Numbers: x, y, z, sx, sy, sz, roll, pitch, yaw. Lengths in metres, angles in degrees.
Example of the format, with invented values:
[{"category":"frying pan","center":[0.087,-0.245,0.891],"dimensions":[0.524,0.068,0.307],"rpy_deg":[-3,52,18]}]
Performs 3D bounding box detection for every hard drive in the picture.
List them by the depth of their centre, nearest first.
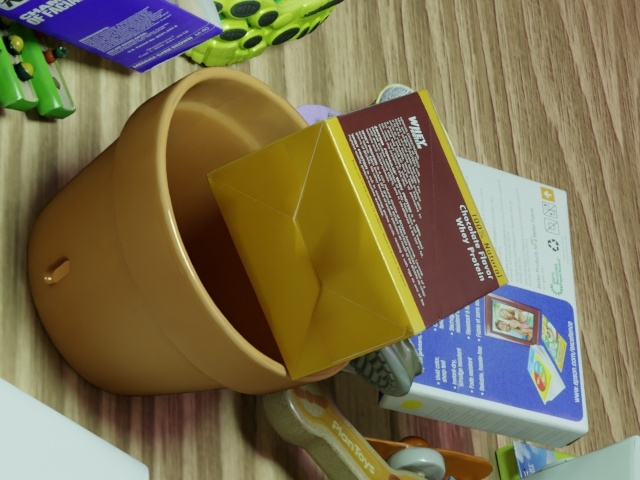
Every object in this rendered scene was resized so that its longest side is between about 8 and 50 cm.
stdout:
[{"category":"hard drive","center":[-0.260,0.209,1.562],"dimensions":[0.307,0.040,0.203],"rpy_deg":[38,41,-39]}]

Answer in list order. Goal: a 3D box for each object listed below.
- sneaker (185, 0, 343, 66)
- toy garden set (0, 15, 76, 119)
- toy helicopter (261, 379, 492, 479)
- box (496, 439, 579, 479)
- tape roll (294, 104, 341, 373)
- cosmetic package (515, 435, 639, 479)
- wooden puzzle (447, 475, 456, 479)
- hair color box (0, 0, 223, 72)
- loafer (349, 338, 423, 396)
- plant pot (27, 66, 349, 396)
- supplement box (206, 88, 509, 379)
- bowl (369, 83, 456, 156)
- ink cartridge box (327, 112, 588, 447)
[{"category":"sneaker","center":[-0.086,-0.267,2.109],"dimensions":[0.123,0.109,0.295],"rpy_deg":[48,30,12]},{"category":"toy garden set","center":[-0.303,-0.219,1.722],"dimensions":[0.203,0.049,0.244],"rpy_deg":[67,19,11]},{"category":"toy helicopter","center":[0.065,0.244,1.953],"dimensions":[0.355,0.140,0.235],"rpy_deg":[51,32,-21]},{"category":"box","center":[0.267,0.301,2.313],"dimensions":[0.178,0.042,0.109],"rpy_deg":[19,54,-51]},{"category":"tape roll","center":[0.000,0.000,2.055],"dimensions":[0.275,0.090,0.274],"rpy_deg":[34,44,-41]},{"category":"cosmetic package","center":[0.272,0.413,2.002],"dimensions":[0.156,0.217,0.385],"rpy_deg":[45,37,-30]},{"category":"wooden puzzle","center":[0.142,0.263,1.939],"dimensions":[0.049,0.006,0.083],"rpy_deg":[43,25,-12]},{"category":"hair color box","center":[-0.225,-0.283,1.794],"dimensions":[0.339,0.110,0.185],"rpy_deg":[13,53,-67]},{"category":"loafer","center":[0.043,0.029,1.875],"dimensions":[0.087,0.094,0.251],"rpy_deg":[-19,74,-19]},{"category":"plant pot","center":[-0.120,0.016,1.747],"dimensions":[0.291,0.203,0.290],"rpy_deg":[34,44,-41]},{"category":"supplement box","center":[0.036,-0.009,1.680],"dimensions":[0.194,0.129,0.191],"rpy_deg":[-24,91,-59]},{"category":"bowl","center":[0.082,-0.087,2.246],"dimensions":[0.170,0.080,0.170],"rpy_deg":[36,42,-41]},{"category":"ink cartridge box","center":[0.128,0.045,2.036],"dimensions":[0.307,0.072,0.303],"rpy_deg":[15,56,-23]}]
